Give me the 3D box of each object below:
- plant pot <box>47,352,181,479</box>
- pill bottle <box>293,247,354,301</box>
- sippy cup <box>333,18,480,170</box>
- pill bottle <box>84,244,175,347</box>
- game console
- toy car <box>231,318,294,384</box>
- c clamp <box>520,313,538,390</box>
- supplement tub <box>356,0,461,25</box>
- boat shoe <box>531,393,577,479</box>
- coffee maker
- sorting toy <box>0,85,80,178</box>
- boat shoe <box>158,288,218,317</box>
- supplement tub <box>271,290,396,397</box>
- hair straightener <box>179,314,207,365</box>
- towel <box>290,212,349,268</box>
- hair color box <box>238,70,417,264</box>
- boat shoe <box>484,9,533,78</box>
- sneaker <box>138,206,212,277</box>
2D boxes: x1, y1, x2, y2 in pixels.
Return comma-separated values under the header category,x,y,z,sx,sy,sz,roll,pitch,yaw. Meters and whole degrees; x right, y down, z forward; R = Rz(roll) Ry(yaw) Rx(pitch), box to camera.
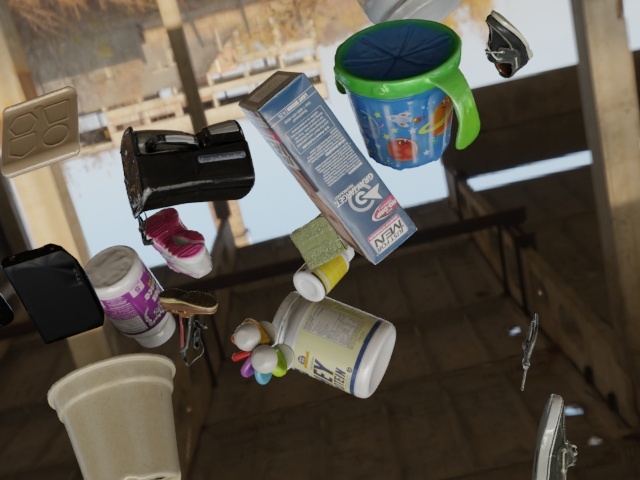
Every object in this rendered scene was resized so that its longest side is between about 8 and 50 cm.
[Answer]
category,x,y,z,sx,sy,sz,roll,pitch,yaw
plant pot,-0.501,0.502,1.942,0.333,0.334,0.306,-17,-119,-9
pill bottle,0.015,0.076,2.093,0.103,0.103,0.184,2,-143,43
sippy cup,0.156,-0.266,1.443,0.240,0.224,0.306,-10,-138,3
pill bottle,-0.521,0.166,2.115,0.169,0.302,0.169,-10,-133,12
game console,-0.625,0.140,1.482,0.361,0.213,0.044,-18,-141,-7
toy car,-0.170,0.305,2.032,0.136,0.182,0.159,-45,161,13
c clamp,0.468,0.240,1.707,0.022,0.137,0.161,13,-158,13
supplement tub,0.166,-0.660,1.780,0.241,0.331,0.241,-31,174,-4
boat shoe,0.448,0.405,1.442,0.070,0.219,0.078,9,177,9
coffee maker,-0.198,-0.092,1.143,0.178,0.171,0.120,-8,-168,-25
sorting toy,-0.654,-0.252,1.778,0.193,0.038,0.208,-18,-122,4
boat shoe,-0.343,0.171,1.990,0.177,0.060,0.064,7,-152,26
supplement tub,0.034,0.298,2.227,0.324,0.236,0.235,20,-150,19
hair straightener,-0.405,0.282,2.406,0.089,0.231,0.047,2,179,7
towel,0.000,0.000,1.774,0.148,0.110,0.027,-33,177,41
hair color box,0.011,-0.131,1.347,0.105,0.347,0.174,-40,-159,-4
boat shoe,0.375,-0.395,1.546,0.079,0.084,0.233,-44,158,12
sneaker,-0.333,0.013,1.743,0.103,0.111,0.252,-33,-138,-17
